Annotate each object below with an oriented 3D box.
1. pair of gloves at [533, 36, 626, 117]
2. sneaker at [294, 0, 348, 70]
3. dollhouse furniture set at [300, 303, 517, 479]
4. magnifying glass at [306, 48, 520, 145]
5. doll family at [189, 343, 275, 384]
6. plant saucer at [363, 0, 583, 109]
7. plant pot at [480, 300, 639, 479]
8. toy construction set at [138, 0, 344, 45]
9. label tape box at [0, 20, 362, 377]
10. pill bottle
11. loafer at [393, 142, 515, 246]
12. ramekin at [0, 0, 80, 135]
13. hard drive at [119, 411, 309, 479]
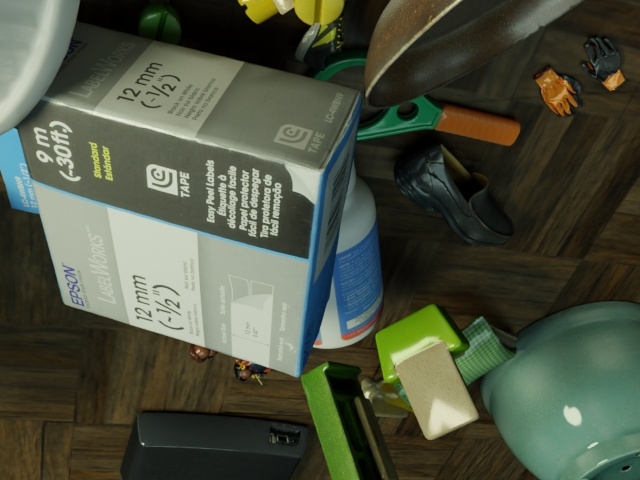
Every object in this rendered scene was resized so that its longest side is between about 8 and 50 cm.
[{"bbox_3d":[0.264,-0.164,0.736,0.083,0.010,0.074,-35,128,19],"label":"pair of gloves"},{"bbox_3d":[0.010,-0.188,0.649,0.035,0.031,0.083,36,131,-3],"label":"sneaker"},{"bbox_3d":[0.146,0.203,0.883,0.197,0.151,0.301,-31,153,19],"label":"dollhouse furniture set"},{"bbox_3d":[0.094,-0.131,0.728,0.231,0.026,0.092,11,129,-17],"label":"magnifying glass"},{"bbox_3d":[-0.090,0.132,0.900,0.111,0.076,0.193,-35,132,14],"label":"doll family"},{"bbox_3d":[0.157,-0.202,0.544,0.310,0.310,0.050,-30,88,17],"label":"plant saucer"},{"bbox_3d":[0.393,0.254,1.013,0.293,0.196,0.293,-5,132,-5],"label":"plant pot"},{"bbox_3d":[0.002,-0.233,0.472,0.309,0.237,0.257,-10,133,-2],"label":"toy construction set"},{"bbox_3d":[-0.157,-0.039,0.612,0.348,0.115,0.249,14,137,6],"label":"label tape box"},{"bbox_3d":[0.000,0.000,0.760,0.124,0.124,0.221,-10,133,-2],"label":"pill bottle"},{"bbox_3d":[0.158,-0.046,0.782,0.170,0.062,0.061,27,138,-30],"label":"loafer"},{"bbox_3d":[-0.289,-0.185,0.440,0.273,0.127,0.273,6,106,24],"label":"ramekin"},{"bbox_3d":[-0.157,0.327,1.075,0.255,0.054,0.172,10,130,-19],"label":"hard drive"}]
